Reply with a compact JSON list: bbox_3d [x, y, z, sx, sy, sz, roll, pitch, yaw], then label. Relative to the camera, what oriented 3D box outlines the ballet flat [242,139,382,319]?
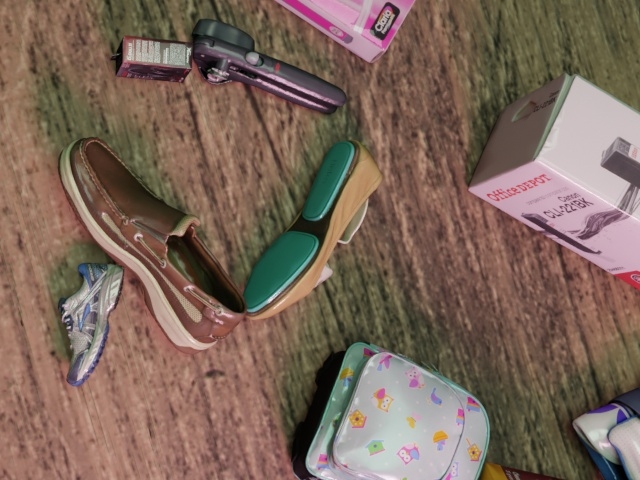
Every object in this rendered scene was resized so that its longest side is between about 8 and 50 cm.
[{"bbox_3d":[0.000,0.000,1.479,0.073,0.080,0.232,41,75,-38],"label":"ballet flat"}]

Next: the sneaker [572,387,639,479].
[{"bbox_3d":[0.401,0.166,1.535,0.236,0.130,0.323,2,88,-19],"label":"sneaker"}]

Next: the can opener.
[{"bbox_3d":[-0.057,-0.186,1.491,0.186,0.059,0.073,22,77,-11],"label":"can opener"}]

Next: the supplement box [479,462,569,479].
[{"bbox_3d":[0.244,0.365,1.428,0.191,0.129,0.194,14,108,-13],"label":"supplement box"}]

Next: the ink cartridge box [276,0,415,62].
[{"bbox_3d":[-0.045,-0.373,1.520,0.371,0.069,0.176,32,76,-7],"label":"ink cartridge box"}]

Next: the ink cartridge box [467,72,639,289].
[{"bbox_3d":[0.328,-0.054,1.509,0.272,0.197,0.114,30,76,-10],"label":"ink cartridge box"}]

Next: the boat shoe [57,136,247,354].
[{"bbox_3d":[-0.164,-0.009,1.409,0.257,0.095,0.095,54,33,-10],"label":"boat shoe"}]

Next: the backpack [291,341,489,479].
[{"bbox_3d":[0.085,0.208,1.439,0.188,0.144,0.166,26,72,-14],"label":"backpack"}]

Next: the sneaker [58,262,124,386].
[{"bbox_3d":[-0.248,0.085,1.415,0.058,0.052,0.135,15,72,-3],"label":"sneaker"}]

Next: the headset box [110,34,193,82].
[{"bbox_3d":[-0.183,-0.195,1.456,0.083,0.062,0.032,3,82,-16],"label":"headset box"}]
